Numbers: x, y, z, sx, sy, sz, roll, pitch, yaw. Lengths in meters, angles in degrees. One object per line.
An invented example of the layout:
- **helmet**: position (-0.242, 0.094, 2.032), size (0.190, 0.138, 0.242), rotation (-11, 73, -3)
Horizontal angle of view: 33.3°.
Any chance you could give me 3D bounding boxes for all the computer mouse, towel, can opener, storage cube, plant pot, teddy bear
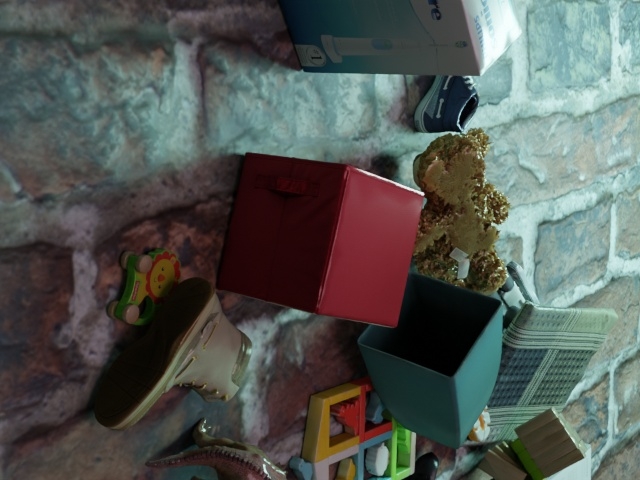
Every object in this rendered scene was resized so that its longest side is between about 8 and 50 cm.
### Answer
- **computer mouse**: position (0.149, 0.476, 1.830), size (0.071, 0.041, 0.242), rotation (125, -17, -85)
- **towel**: position (0.390, 0.245, 1.985), size (0.324, 0.056, 0.312), rotation (9, 114, -47)
- **can opener**: position (0.324, 0.087, 1.927), size (0.074, 0.093, 0.280), rotation (-46, 129, -11)
- **storage cube**: position (0.000, 0.000, 1.445), size (0.215, 0.183, 0.193), rotation (13, 88, -51)
- **plant pot**: position (0.186, 0.205, 1.678), size (0.165, 0.165, 0.234), rotation (-50, 143, -33)
- **teddy bear**: position (0.211, -0.023, 1.742), size (0.245, 0.113, 0.338), rotation (-36, 127, -7)

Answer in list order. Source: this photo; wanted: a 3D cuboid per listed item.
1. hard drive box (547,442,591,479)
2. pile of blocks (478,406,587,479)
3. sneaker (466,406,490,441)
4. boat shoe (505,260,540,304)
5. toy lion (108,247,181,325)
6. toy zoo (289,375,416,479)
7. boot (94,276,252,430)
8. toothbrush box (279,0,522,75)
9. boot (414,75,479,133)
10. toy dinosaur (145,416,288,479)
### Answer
- **hard drive box**: position (0.458, 0.527, 2.172), size (0.232, 0.089, 0.181), rotation (-19, 111, -47)
- **pile of blocks**: position (0.361, 0.464, 2.003), size (0.362, 0.149, 0.112), rotation (-59, 162, 12)
- **sneaker**: position (0.225, 0.246, 1.850), size (0.084, 0.083, 0.215), rotation (-8, 84, -53)
- **boat shoe**: position (0.374, 0.097, 2.030), size (0.040, 0.049, 0.142), rotation (-42, 128, -14)
- **toy lion**: position (-0.210, 0.057, 1.323), size (0.096, 0.034, 0.100), rotation (24, 78, -58)
- **toy zoo**: position (0.058, 0.316, 1.693), size (0.293, 0.030, 0.192), rotation (-9, 104, -50)
- **boot**: position (-0.176, 0.171, 1.343), size (0.213, 0.077, 0.165), rotation (-55, 145, -19)
- **toothbrush box**: position (0.090, -0.338, 1.402), size (0.126, 0.295, 0.216), rotation (-45, 128, -35)
- **boot**: position (0.231, -0.249, 1.754), size (0.069, 0.086, 0.190), rotation (49, 60, -43)
- **toy dinosaur**: position (-0.073, 0.327, 1.384), size (0.295, 0.200, 0.127), rotation (42, 68, -31)
